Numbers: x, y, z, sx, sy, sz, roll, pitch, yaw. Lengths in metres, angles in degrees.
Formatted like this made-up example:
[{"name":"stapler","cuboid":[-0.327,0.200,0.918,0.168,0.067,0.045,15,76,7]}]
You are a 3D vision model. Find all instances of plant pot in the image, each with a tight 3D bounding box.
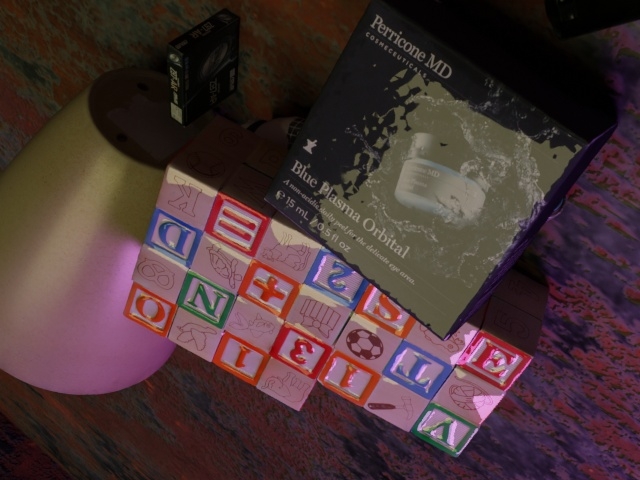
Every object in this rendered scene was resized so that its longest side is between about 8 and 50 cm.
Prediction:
[{"name":"plant pot","cuboid":[-0.204,-0.026,0.881,0.256,0.256,0.274,44,132,5]}]

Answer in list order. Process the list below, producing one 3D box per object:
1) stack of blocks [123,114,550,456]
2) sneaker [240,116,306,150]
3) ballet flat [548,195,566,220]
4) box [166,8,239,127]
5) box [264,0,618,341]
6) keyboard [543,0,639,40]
[{"name":"stack of blocks","cuboid":[0.006,0.050,0.721,0.297,0.087,0.171,28,129,3]},{"name":"sneaker","cuboid":[0.000,0.000,0.789,0.095,0.090,0.235,1,129,37]},{"name":"ballet flat","cuboid":[0.120,-0.050,0.632,0.114,0.041,0.041,40,148,13]},{"name":"box","cuboid":[-0.099,-0.144,0.756,0.018,0.067,0.083,36,146,19]},{"name":"box","cuboid":[0.073,-0.051,0.577,0.156,0.093,0.158,38,119,14]},{"name":"keyboard","cuboid":[0.197,-0.145,0.451,0.192,0.038,0.100,-4,99,53]}]
